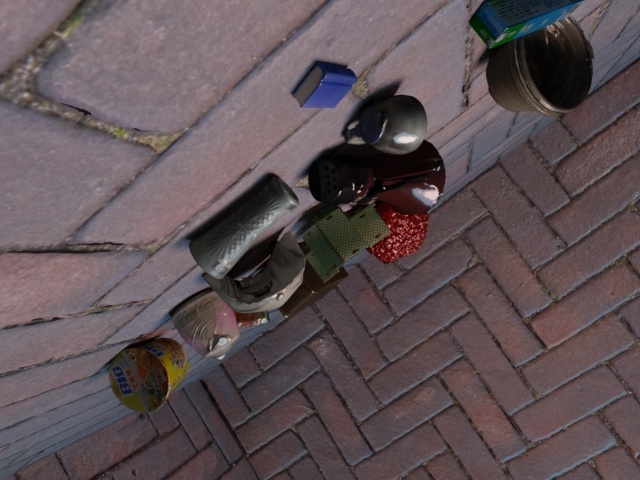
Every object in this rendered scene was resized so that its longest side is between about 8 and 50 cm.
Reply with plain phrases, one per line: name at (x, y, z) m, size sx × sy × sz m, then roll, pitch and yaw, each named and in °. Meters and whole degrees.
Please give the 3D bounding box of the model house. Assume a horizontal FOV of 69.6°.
model house at (0.046, -0.010, 1.298) m, size 0.271 × 0.178 × 0.206 m, roll -35°, pitch 176°, yaw 18°

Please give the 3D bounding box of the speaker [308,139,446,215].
speaker at (0.158, -0.124, 1.022) m, size 0.330 × 0.259 × 0.198 m, roll -16°, pitch 124°, yaw -51°

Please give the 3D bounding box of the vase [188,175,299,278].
vase at (-0.143, -0.029, 0.891) m, size 0.219 × 0.096 × 0.096 m, roll -40°, pitch 169°, yaw 10°

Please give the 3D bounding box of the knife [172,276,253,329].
knife at (-0.349, 0.206, 1.496) m, size 0.313 × 0.019 × 0.044 m, roll -34°, pitch 162°, yaw 0°

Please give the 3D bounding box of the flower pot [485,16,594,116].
flower pot at (0.451, -0.366, 0.986) m, size 0.236 × 0.235 × 0.141 m, roll -30°, pitch -168°, yaw -23°

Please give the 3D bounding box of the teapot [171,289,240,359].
teapot at (-0.335, 0.262, 1.338) m, size 0.221 × 0.178 × 0.163 m, roll -41°, pitch 167°, yaw 36°

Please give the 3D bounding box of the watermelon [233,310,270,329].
watermelon at (-0.319, 0.284, 1.689) m, size 0.257 × 0.139 × 0.193 m, roll -21°, pitch 170°, yaw -19°

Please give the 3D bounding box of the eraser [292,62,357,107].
eraser at (0.008, -0.222, 0.664) m, size 0.063 × 0.027 × 0.085 m, roll -44°, pitch 165°, yaw 36°

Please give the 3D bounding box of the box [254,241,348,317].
box at (-0.057, 0.112, 1.529) m, size 0.143 × 0.184 × 0.273 m, roll -45°, pitch 167°, yaw 26°

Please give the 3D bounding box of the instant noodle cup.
instant noodle cup at (-0.505, 0.397, 1.399) m, size 0.205 × 0.205 × 0.153 m, roll -38°, pitch 175°, yaw 17°

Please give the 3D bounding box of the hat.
hat at (-0.170, 0.124, 1.274) m, size 0.258 × 0.168 × 0.301 m, roll -27°, pitch 172°, yaw -18°

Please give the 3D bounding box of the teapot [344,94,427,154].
teapot at (0.116, -0.222, 0.872) m, size 0.108 × 0.149 × 0.111 m, roll -10°, pitch 118°, yaw -34°

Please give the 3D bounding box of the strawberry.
strawberry at (0.289, -0.058, 1.725) m, size 0.261 × 0.261 × 0.258 m, roll -26°, pitch 173°, yaw -39°

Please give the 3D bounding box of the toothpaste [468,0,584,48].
toothpaste at (0.384, -0.422, 0.842) m, size 0.267 × 0.065 × 0.050 m, roll -30°, pitch 171°, yaw -28°
